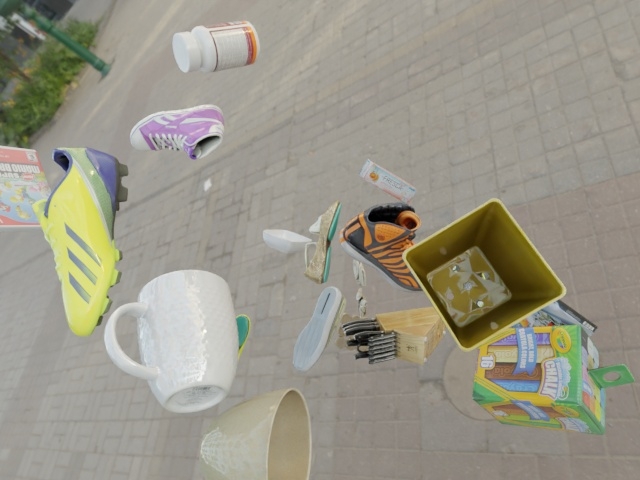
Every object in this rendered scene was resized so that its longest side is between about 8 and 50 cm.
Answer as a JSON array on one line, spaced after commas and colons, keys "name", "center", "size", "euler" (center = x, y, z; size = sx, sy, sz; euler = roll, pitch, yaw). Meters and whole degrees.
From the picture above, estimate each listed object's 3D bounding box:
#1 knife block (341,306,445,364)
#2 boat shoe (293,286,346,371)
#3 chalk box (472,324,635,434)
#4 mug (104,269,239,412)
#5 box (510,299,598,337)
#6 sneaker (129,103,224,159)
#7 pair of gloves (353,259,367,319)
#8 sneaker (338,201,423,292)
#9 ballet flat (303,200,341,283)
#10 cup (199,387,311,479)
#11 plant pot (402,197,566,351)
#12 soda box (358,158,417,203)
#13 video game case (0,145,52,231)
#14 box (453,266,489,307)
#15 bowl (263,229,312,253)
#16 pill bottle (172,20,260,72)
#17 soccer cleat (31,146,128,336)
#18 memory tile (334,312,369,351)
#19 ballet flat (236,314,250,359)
[{"name": "knife block", "center": [0.205, 0.256, 1.271], "size": [0.241, 0.275, 0.088], "euler": [10, 112, 32]}, {"name": "boat shoe", "center": [0.010, 0.307, 1.515], "size": [0.109, 0.094, 0.303], "euler": [13, 70, 46]}, {"name": "chalk box", "center": [0.515, 0.307, 0.984], "size": [0.288, 0.180, 0.179], "euler": [-13, 46, 43]}, {"name": "mug", "center": [-0.403, 0.281, 1.229], "size": [0.276, 0.373, 0.328], "euler": [-44, 46, 26]}, {"name": "box", "center": [0.581, 0.214, 1.195], "size": [0.233, 0.044, 0.159], "euler": [42, 129, 28]}, {"name": "sneaker", "center": [-0.410, -0.287, 1.260], "size": [0.281, 0.102, 0.161], "euler": [-16, 55, 5]}, {"name": "pair of gloves", "center": [0.164, 0.196, 1.864], "size": [0.042, 0.241, 0.204], "euler": [-5, 18, 0]}, {"name": "sneaker", "center": [0.219, 0.020, 1.139], "size": [0.180, 0.320, 0.125], "euler": [-43, 30, 42]}, {"name": "ballet flat", "center": [0.000, 0.000, 1.073], "size": [0.067, 0.073, 0.207], "euler": [12, 86, 12]}, {"name": "cup", "center": [-0.185, 0.579, 1.225], "size": [0.236, 0.331, 0.332], "euler": [-6, 59, 17]}, {"name": "plant pot", "center": [0.309, 0.079, 0.895], "size": [0.212, 0.187, 0.212], "euler": [-31, 73, 3]}, {"name": "soda box", "center": [0.213, -0.184, 1.402], "size": [0.058, 0.183, 0.063], "euler": [-57, 24, 14]}, {"name": "video game case", "center": [-0.843, -0.145, 1.203], "size": [0.025, 0.204, 0.285], "euler": [-41, 69, 29]}, {"name": "box", "center": [0.546, 0.144, 1.546], "size": [0.184, 0.045, 0.191], "euler": [-16, 79, 3]}, {"name": "bowl", "center": [-0.117, 0.005, 1.521], "size": [0.142, 0.142, 0.053], "euler": [21, 102, 29]}, {"name": "pill bottle", "center": [-0.292, -0.544, 1.257], "size": [0.221, 0.121, 0.121], "euler": [-25, 30, -31]}, {"name": "soccer cleat", "center": [-0.354, -0.005, 0.647], "size": [0.093, 0.121, 0.290], "euler": [-30, 58, 46]}, {"name": "memory tile", "center": [0.117, 0.293, 1.399], "size": [0.012, 0.147, 0.113], "euler": [-12, 63, 65]}, {"name": "ballet flat", "center": [-0.294, 0.358, 1.506], "size": [0.077, 0.077, 0.231], "euler": [19, 87, 6]}]
